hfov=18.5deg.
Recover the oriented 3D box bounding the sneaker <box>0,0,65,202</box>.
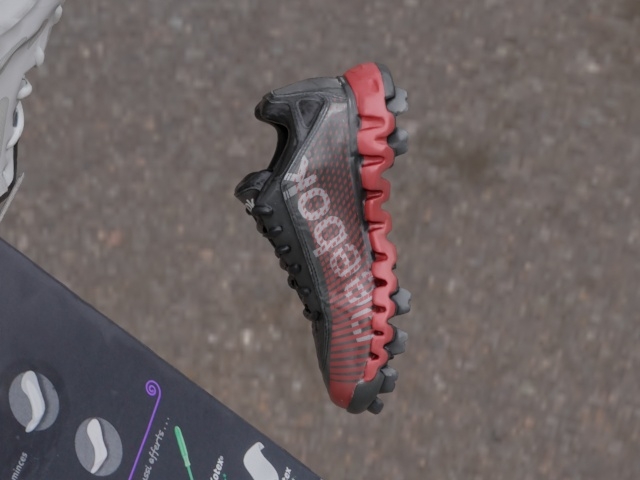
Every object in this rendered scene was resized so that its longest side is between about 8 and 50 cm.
[{"bbox_3d":[-0.280,-0.198,1.645,0.169,0.257,0.447,31,65,18],"label":"sneaker"}]

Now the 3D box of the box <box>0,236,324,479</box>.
[{"bbox_3d":[-0.157,0.113,0.888,0.270,0.165,0.143,40,50,-28],"label":"box"}]

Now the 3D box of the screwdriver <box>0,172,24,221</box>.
[{"bbox_3d":[-0.277,0.017,1.606,0.025,0.024,0.170,33,67,-9],"label":"screwdriver"}]

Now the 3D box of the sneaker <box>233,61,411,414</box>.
[{"bbox_3d":[0.000,0.000,1.536,0.135,0.097,0.276,-2,91,-9],"label":"sneaker"}]
